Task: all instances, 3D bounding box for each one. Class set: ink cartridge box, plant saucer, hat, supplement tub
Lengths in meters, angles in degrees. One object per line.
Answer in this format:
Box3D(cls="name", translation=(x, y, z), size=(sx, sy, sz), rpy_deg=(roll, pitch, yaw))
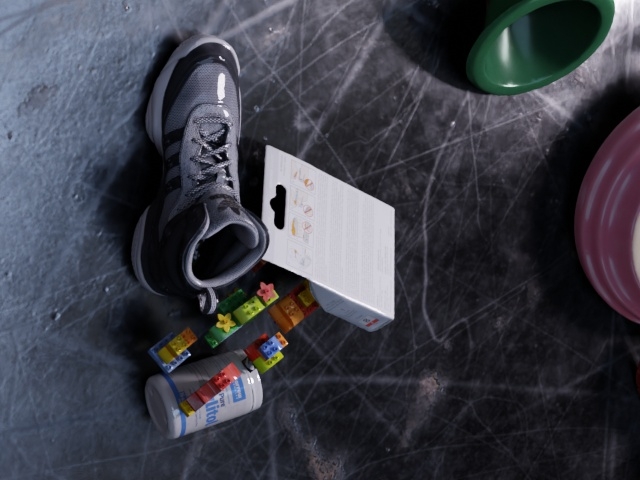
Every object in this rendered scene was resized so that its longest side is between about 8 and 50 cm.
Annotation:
Box3D(cls="ink cartridge box", translation=(0.000, 0.000, 1.582), size=(0.179, 0.045, 0.145), rpy_deg=(24, 51, -30))
Box3D(cls="plant saucer", translation=(0.471, -0.029, 1.811), size=(0.332, 0.084, 0.332), rpy_deg=(-6, 116, -12))
Box3D(cls="hat", translation=(0.213, -0.293, 1.680), size=(0.173, 0.183, 0.208), rpy_deg=(-11, 151, -20))
Box3D(cls="supplement tub", translation=(-0.122, 0.160, 1.585), size=(0.107, 0.071, 0.071), rpy_deg=(-17, 112, -24))

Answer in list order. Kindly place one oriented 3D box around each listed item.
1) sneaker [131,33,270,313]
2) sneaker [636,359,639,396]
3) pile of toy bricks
Box3D(cls="sneaker", translation=(-0.104, -0.061, 1.483), size=(0.101, 0.153, 0.268), rpy_deg=(5, 101, -31))
Box3D(cls="sneaker", translation=(0.482, 0.187, 1.950), size=(0.128, 0.087, 0.221), rpy_deg=(-37, 131, -26))
Box3D(cls="pile of toy bricks", translation=(-0.075, 0.073, 1.532), size=(0.212, 0.105, 0.118), rpy_deg=(-39, 89, -27))
